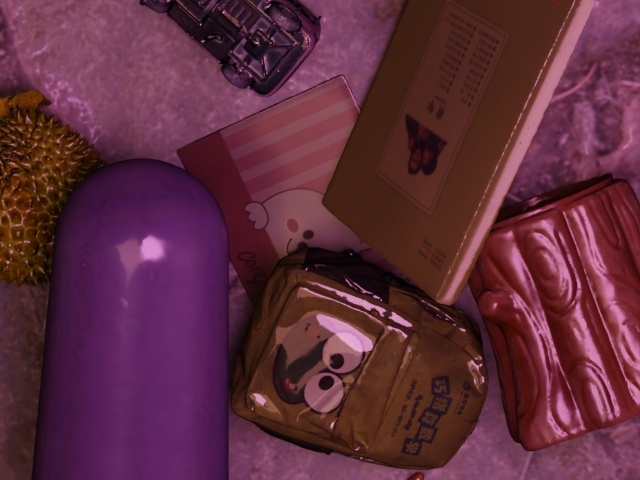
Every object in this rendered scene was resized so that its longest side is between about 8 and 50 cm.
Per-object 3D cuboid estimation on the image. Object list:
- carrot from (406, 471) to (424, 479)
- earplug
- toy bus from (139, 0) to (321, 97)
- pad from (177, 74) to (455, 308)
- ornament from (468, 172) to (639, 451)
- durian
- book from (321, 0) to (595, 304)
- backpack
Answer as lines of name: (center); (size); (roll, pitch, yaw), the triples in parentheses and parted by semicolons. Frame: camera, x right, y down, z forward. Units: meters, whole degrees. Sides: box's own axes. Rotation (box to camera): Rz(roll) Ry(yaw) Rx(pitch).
carrot: (0.079, 0.312, 1.977); (0.035, 0.035, 0.142); (18, 101, 7)
earplug: (-0.188, 0.138, 1.863); (0.215, 0.215, 0.456); (8, 112, 9)
toy bus: (-0.093, -0.239, 1.849); (0.199, 0.108, 0.096); (42, 111, 2)
pad: (0.000, 0.000, 1.936); (0.202, 0.005, 0.299); (-23, 97, 15)
ornament: (0.242, 0.066, 1.806); (0.221, 0.235, 0.217); (-23, 94, -30)
durian: (-0.293, -0.043, 1.910); (0.159, 0.146, 0.198); (22, 109, 4)
book: (0.129, -0.144, 1.784); (0.035, 0.239, 0.352); (12, 109, -37)
backpack: (0.046, 0.126, 1.886); (0.253, 0.140, 0.207); (22, 107, -3)
